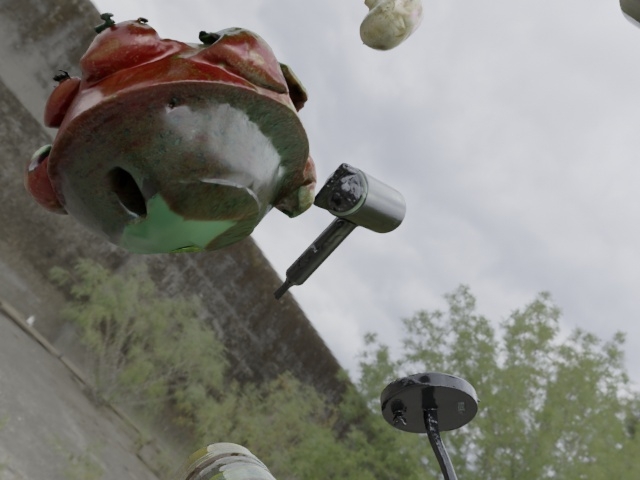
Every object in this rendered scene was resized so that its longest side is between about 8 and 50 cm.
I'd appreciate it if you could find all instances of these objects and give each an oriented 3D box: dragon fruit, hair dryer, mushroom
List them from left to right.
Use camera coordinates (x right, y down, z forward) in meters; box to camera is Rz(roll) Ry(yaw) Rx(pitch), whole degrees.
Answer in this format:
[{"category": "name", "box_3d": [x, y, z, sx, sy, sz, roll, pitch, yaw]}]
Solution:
[{"category": "dragon fruit", "box_3d": [-0.131, -0.077, 0.635, 0.295, 0.268, 0.130, -46, -123, 57]}, {"category": "hair dryer", "box_3d": [0.000, 0.000, 1.014, 0.078, 0.248, 0.195, 48, 15, 27]}, {"category": "mushroom", "box_3d": [0.080, -0.261, 0.794, 0.067, 0.083, 0.083, 46, -16, -3]}]

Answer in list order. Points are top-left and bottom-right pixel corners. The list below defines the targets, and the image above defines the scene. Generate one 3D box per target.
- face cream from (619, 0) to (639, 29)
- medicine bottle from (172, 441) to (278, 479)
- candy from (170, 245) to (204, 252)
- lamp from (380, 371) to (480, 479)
[{"category": "face cream", "box_3d": [0.552, -0.349, 0.913, 0.179, 0.218, 0.218, 57, -6, 39]}, {"category": "medicine bottle", "box_3d": [-0.096, 0.378, 0.874, 0.151, 0.151, 0.322, 50, -16, -14]}, {"category": "candy", "box_3d": [-0.146, -0.070, 0.841, 0.032, 0.178, 0.102, 22, -20, -38]}, {"category": "lamp", "box_3d": [0.180, 0.289, 0.680, 0.371, 0.108, 0.130, 61, -3, 47]}]
